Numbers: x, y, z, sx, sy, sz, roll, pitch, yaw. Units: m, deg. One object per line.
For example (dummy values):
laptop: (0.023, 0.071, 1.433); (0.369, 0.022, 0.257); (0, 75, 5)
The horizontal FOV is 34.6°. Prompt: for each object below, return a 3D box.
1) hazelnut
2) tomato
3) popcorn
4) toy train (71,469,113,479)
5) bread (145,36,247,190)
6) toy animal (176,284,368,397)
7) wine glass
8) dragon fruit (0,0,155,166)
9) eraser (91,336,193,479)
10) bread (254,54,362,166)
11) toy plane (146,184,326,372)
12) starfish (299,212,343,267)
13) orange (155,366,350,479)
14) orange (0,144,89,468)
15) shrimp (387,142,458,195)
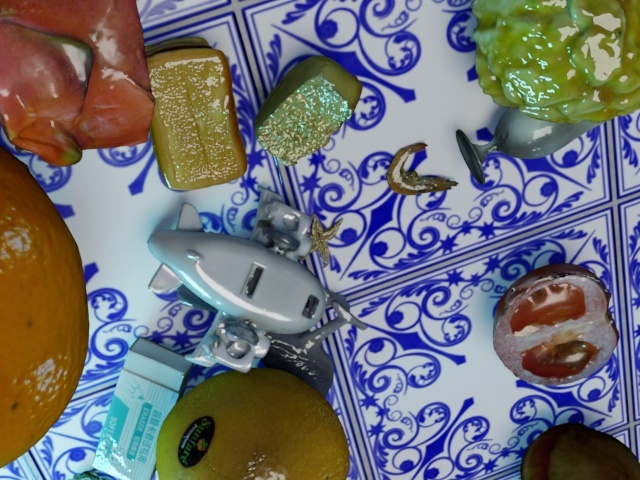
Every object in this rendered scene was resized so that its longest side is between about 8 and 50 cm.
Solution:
hazelnut: (0.454, 0.431, 1.813); (0.229, 0.229, 0.229); (-8, 121, -13)
tomato: (0.363, 0.121, 1.647); (0.199, 0.112, 0.228); (-17, 122, 2)
popcorn: (0.336, -0.289, 1.321); (0.282, 0.247, 0.282); (-12, 117, -25)
toy train: (-0.324, 0.411, 1.606); (0.148, 0.038, 0.071); (22, 107, 1)
bread: (-0.167, -0.163, 1.328); (0.116, 0.077, 0.200); (-16, 125, -10)
toy animal: (-0.035, 0.155, 1.555); (0.206, 0.081, 0.367); (-34, 120, 1)
wine glass: (0.303, -0.161, 1.472); (0.202, 0.093, 0.093); (-24, 124, -3)
dragon fruit: (-0.302, -0.215, 1.132); (0.189, 0.290, 0.291); (-15, 123, -15)
eraser: (-0.269, 0.262, 1.542); (0.095, 0.052, 0.225); (23, 113, 3)
bread: (-0.015, -0.178, 1.341); (0.086, 0.125, 0.156); (35, 123, -24)
toy plane: (-0.114, 0.051, 1.421); (0.267, 0.122, 0.267); (0, 91, -17)
starfish: (0.000, 0.000, 1.515); (0.086, 0.016, 0.092); (-21, 118, -3)
orange: (-0.097, 0.310, 1.459); (0.274, 0.274, 0.274); (-8, 121, -13)
orange: (-0.446, 0.069, 1.187); (0.326, 0.424, 0.424); (-24, 131, -43)
shrimp: (0.154, -0.103, 1.500); (0.114, 0.023, 0.083); (2, 116, -15)
